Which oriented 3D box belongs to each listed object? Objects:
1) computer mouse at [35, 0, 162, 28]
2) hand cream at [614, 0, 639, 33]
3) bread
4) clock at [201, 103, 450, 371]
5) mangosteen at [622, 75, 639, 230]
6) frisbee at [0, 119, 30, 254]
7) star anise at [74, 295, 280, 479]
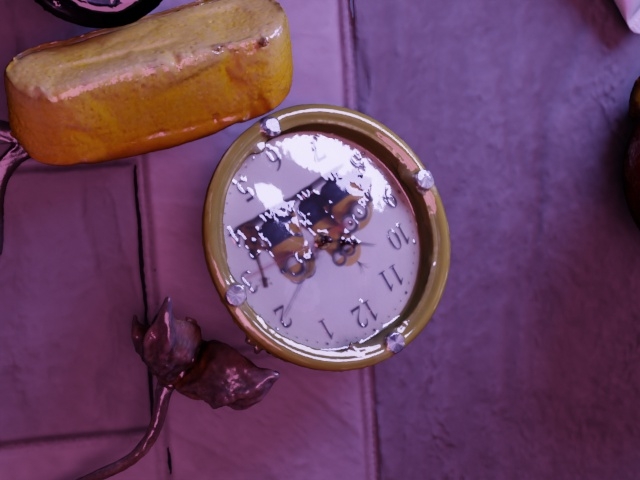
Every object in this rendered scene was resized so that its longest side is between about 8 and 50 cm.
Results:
[{"bbox_3d":[-0.165,-0.284,1.363,0.137,0.096,0.233,27,84,-16],"label":"computer mouse"},{"bbox_3d":[0.229,-0.366,1.430,0.185,0.118,0.358,-47,110,-5],"label":"hand cream"},{"bbox_3d":[-0.141,-0.133,1.371,0.245,0.102,0.094,-18,136,-15],"label":"bread"},{"bbox_3d":[0.000,0.000,1.426,0.237,0.057,0.237,6,75,-25],"label":"clock"},{"bbox_3d":[0.362,-0.094,1.440,0.215,0.215,0.258,-7,70,-10],"label":"mangosteen"},{"bbox_3d":[-0.274,-0.062,1.409,0.211,0.012,0.187,8,94,-12],"label":"frisbee"},{"bbox_3d":[-0.174,0.159,1.395,0.218,0.148,0.227,21,79,30],"label":"star anise"}]
